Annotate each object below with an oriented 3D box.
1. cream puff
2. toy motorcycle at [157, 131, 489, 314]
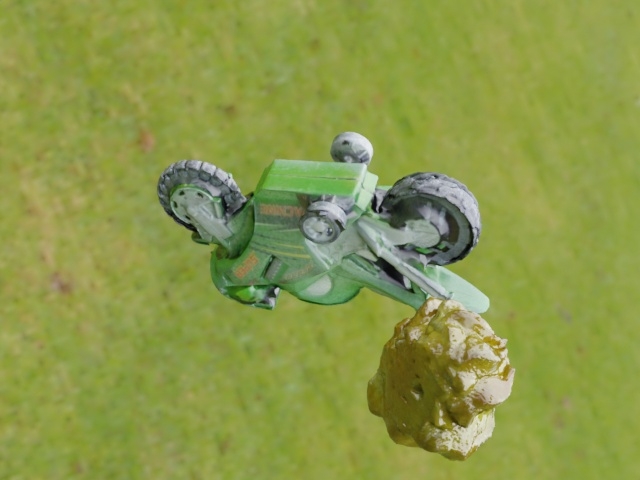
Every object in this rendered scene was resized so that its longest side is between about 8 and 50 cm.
[{"bbox_3d":[0.064,0.069,0.944,0.058,0.083,0.083,-10,98,-33],"label":"cream puff"},{"bbox_3d":[0.000,0.000,1.072,0.074,0.190,0.106,-69,158,-45],"label":"toy motorcycle"}]
